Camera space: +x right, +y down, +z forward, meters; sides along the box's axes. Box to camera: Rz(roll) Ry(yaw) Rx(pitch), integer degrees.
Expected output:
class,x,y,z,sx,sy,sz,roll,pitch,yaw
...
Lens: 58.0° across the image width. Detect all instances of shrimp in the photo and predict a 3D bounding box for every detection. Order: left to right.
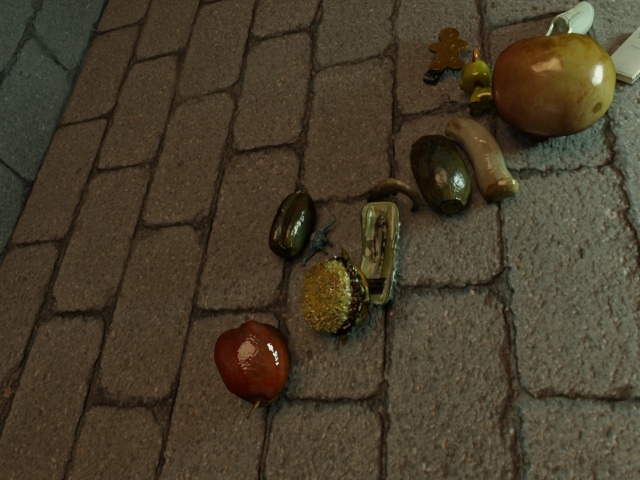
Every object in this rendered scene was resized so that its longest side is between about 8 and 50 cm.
class,x,y,z,sx,sy,sz,roll,pitch,yaw
shrimp,0.230,-0.137,1.792,0.219,0.152,0.046,-19,47,64

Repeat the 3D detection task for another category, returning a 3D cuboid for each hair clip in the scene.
class,x,y,z,sx,sy,sz,roll,pitch,yaw
hair clip,0.176,0.043,1.716,0.139,0.091,0.321,0,71,25

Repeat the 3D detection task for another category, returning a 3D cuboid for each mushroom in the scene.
class,x,y,z,sx,sy,sz,roll,pitch,yaw
mushroom,0.489,-0.260,1.761,0.123,0.095,0.351,-37,48,21

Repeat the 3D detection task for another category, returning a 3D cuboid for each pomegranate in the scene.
class,x,y,z,sx,sy,sz,roll,pitch,yaw
pomegranate,0.661,-0.428,1.669,0.339,0.338,0.337,-11,56,18

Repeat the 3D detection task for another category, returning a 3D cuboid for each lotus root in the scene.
class,x,y,z,sx,sy,sz,roll,pitch,yaw
lotus root,-0.090,-0.052,1.871,0.124,0.123,0.240,13,61,17
lotus root,0.362,-0.207,1.746,0.160,0.152,0.274,-16,56,5

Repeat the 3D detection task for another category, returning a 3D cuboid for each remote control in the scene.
class,x,y,z,sx,sy,sz,roll,pitch,yaw
remote control,0.441,-0.641,2.057,0.059,0.028,0.212,27,74,35

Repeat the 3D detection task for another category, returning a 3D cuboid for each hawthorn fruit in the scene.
class,x,y,z,sx,sy,sz,roll,pitch,yaw
hawthorn fruit,-0.185,0.362,1.611,0.211,0.210,0.262,-17,64,14

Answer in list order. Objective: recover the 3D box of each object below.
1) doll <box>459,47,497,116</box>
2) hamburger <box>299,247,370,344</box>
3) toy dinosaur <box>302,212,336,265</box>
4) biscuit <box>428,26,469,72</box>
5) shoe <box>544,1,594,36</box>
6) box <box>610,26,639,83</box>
class,x,y,z,sx,sy,sz,roll,pitch,yaw
doll,0.523,-0.520,1.885,0.136,0.143,0.220,-9,64,21
hamburger,0.037,0.155,1.626,0.261,0.139,0.243,-60,41,32
toy dinosaur,0.000,0.000,1.844,0.080,0.045,0.197,25,82,40
biscuit,0.452,-0.671,2.035,0.138,0.031,0.204,-2,62,15
shoe,0.811,-0.704,1.884,0.095,0.110,0.264,26,76,35
box,0.970,-0.571,1.779,0.198,0.029,0.109,-45,53,-8
